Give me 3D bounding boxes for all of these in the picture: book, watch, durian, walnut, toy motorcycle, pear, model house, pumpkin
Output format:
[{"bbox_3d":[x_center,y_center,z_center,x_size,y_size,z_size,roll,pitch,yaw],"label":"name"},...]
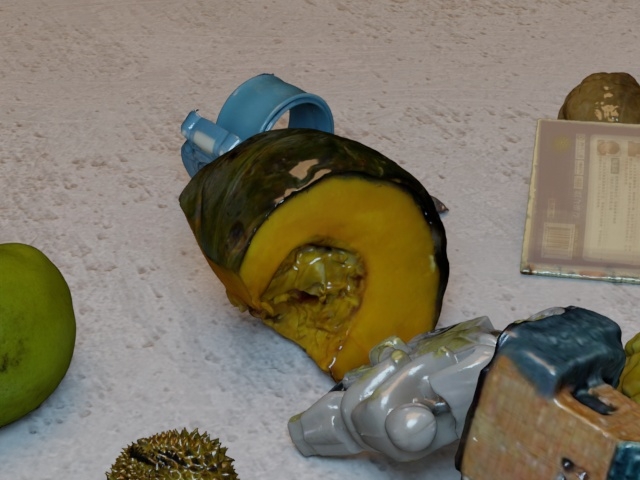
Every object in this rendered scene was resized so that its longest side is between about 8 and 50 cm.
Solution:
[{"bbox_3d":[0.429,-0.047,1.730,0.322,0.018,0.228,6,69,13],"label":"book"},{"bbox_3d":[-0.077,-0.140,1.885,0.211,0.211,0.193,26,61,39],"label":"watch"},{"bbox_3d":[-0.141,0.261,1.300,0.158,0.168,0.137,-12,18,16],"label":"durian"},{"bbox_3d":[0.404,-0.150,1.875,0.155,0.155,0.184,5,37,14],"label":"walnut"},{"bbox_3d":[0.109,0.157,1.382,0.340,0.108,0.223,-21,12,40],"label":"toy motorcycle"},{"bbox_3d":[-0.392,0.112,1.510,0.212,0.212,0.269,14,41,26],"label":"pear"},{"bbox_3d":[0.273,0.234,1.198,0.184,0.253,0.291,-9,32,-42],"label":"model house"},{"bbox_3d":[0.000,0.000,1.587,0.256,0.303,0.225,-44,38,-12],"label":"pumpkin"}]

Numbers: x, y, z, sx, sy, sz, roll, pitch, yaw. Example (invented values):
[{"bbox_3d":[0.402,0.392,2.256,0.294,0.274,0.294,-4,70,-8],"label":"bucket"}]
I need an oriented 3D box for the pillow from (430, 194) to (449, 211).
[{"bbox_3d":[0.082,-0.054,1.824,0.118,0.043,0.185,14,11,33],"label":"pillow"}]

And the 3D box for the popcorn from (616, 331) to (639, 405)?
[{"bbox_3d":[0.400,0.181,1.361,0.200,0.203,0.226,-63,14,-15],"label":"popcorn"}]
